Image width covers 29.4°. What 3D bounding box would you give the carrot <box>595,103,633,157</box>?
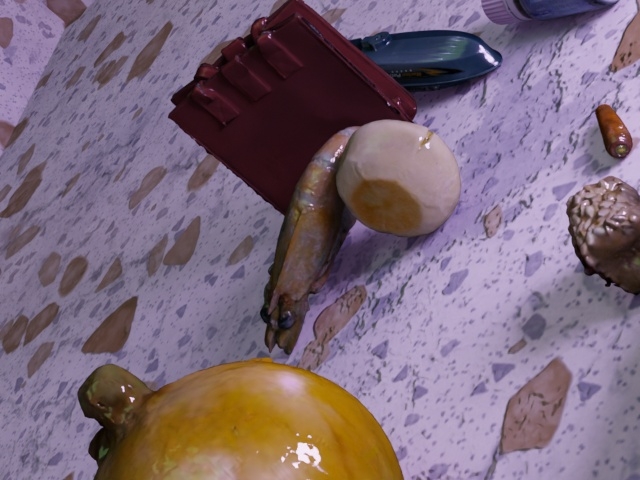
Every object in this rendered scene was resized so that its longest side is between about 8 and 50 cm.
[{"bbox_3d":[0.322,-0.122,1.344,0.032,0.032,0.093,-38,25,22],"label":"carrot"}]

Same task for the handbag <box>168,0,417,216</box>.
[{"bbox_3d":[-0.031,-0.173,1.670,0.260,0.275,0.084,-34,33,31],"label":"handbag"}]

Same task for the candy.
[{"bbox_3d":[0.289,-0.007,1.176,0.085,0.095,0.110,-44,22,21],"label":"candy"}]

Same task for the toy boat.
[{"bbox_3d":[0.151,-0.246,1.709,0.246,0.103,0.093,4,44,43],"label":"toy boat"}]

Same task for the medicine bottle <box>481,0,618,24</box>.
[{"bbox_3d":[0.297,-0.326,1.581,0.203,0.083,0.083,-4,52,55],"label":"medicine bottle"}]

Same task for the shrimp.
[{"bbox_3d":[0.000,0.000,1.594,0.077,0.168,0.317,24,94,26],"label":"shrimp"}]

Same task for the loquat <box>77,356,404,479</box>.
[{"bbox_3d":[-0.089,0.252,1.154,0.328,0.359,0.328,-44,1,1],"label":"loquat"}]

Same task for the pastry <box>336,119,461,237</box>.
[{"bbox_3d":[0.094,-0.075,1.484,0.156,0.156,0.092,-24,33,41],"label":"pastry"}]
